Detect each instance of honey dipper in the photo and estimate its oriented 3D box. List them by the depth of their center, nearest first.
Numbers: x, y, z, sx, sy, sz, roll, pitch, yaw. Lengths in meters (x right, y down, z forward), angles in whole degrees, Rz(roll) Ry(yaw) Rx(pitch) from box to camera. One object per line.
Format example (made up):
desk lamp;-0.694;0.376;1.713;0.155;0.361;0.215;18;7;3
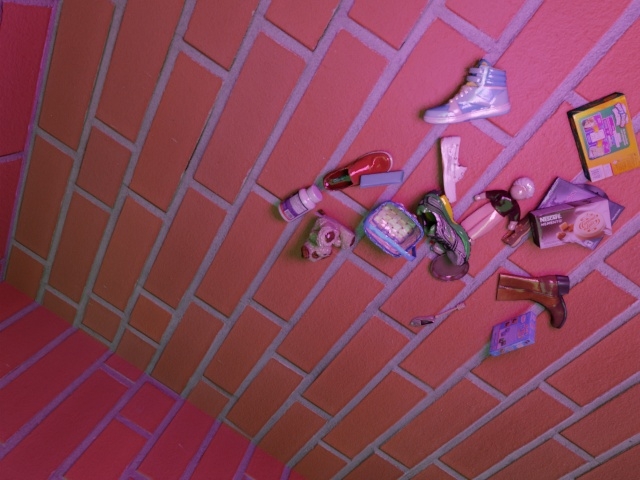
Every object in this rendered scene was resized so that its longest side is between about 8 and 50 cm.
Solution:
honey dipper;0.624;0.342;1.944;0.160;0.030;0.030;-34;102;27

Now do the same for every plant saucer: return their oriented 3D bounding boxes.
plant saucer;0.262;-0.265;1.723;0.192;0.018;0.067;-8;138;-8
plant saucer;0.588;0.116;1.835;0.168;0.029;0.168;4;128;5

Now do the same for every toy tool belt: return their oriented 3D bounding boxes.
toy tool belt;0.522;0.031;1.818;0.083;0.052;0.051;30;162;6

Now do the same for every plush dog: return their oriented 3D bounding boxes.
plush dog;0.000;0.000;1.874;0.210;0.262;0.225;46;111;29

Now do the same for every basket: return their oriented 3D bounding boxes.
basket;0.302;-0.047;1.707;0.254;0.289;0.201;39;119;-4

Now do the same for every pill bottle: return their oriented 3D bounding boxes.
pill bottle;-0.091;-0.173;1.859;0.193;0.108;0.108;-29;104;24

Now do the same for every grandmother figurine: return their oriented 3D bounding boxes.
grandmother figurine;0.733;-0.124;1.663;0.207;0.104;0.342;38;120;-8

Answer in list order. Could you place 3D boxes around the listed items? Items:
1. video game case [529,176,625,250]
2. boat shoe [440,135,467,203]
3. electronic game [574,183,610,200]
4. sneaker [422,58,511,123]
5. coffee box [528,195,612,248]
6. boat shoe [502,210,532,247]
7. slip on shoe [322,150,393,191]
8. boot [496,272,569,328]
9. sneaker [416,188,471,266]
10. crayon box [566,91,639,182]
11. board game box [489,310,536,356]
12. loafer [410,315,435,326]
video game case;1.003;-0.105;1.584;0.274;0.026;0.196;26;110;3
boat shoe;0.546;-0.284;1.641;0.096;0.098;0.277;-5;111;18
electronic game;1.033;-0.113;1.614;0.229;0.048;0.229;3;107;11
sneaker;0.539;-0.556;1.507;0.318;0.127;0.208;-8;114;8
coffee box;0.949;-0.069;1.541;0.246;0.098;0.141;-12;103;16
boat shoe;0.834;-0.052;1.688;0.060;0.064;0.178;26;120;0
slip on shoe;0.157;-0.289;1.744;0.331;0.101;0.123;-17;107;20
boot;0.935;0.269;1.793;0.280;0.096;0.264;-1;120;19
sneaker;0.503;-0.032;1.688;0.344;0.146;0.134;57;155;-10
crayon box;1.038;-0.373;1.476;0.165;0.081;0.279;-20;107;22
board game box;0.861;0.420;1.808;0.039;0.160;0.211;39;137;-5
loafer;0.505;0.403;1.998;0.125;0.039;0.045;-18;109;22
